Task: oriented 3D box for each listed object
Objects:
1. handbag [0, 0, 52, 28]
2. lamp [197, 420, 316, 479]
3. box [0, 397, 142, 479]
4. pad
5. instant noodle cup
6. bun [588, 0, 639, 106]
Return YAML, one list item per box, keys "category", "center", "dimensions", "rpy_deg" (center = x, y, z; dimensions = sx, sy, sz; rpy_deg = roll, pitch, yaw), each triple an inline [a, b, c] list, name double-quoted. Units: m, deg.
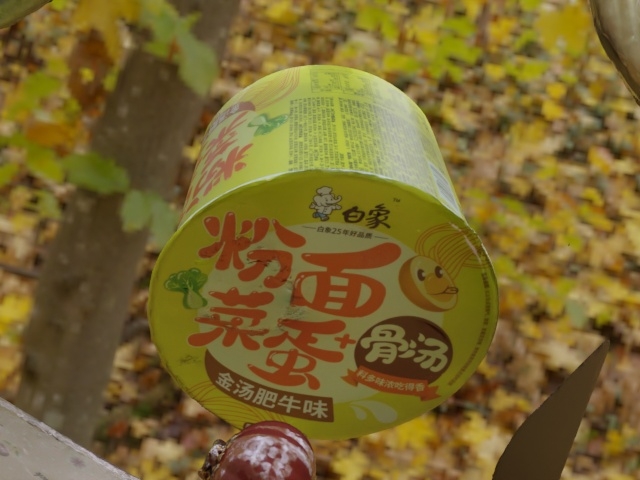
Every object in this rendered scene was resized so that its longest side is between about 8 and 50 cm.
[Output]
- category: "handbag"
  center: [-0.128, -0.257, 0.588]
  dimensions: [0.222, 0.263, 0.241]
  rpy_deg: [60, -2, 44]
- category: "lamp"
  center: [-0.045, 0.179, 1.076]
  dimensions: [0.090, 0.101, 0.101]
  rpy_deg: [29, -6, -2]
- category: "box"
  center: [-0.231, 0.232, 0.819]
  dimensions: [0.225, 0.190, 0.297]
  rpy_deg: [32, 17, -1]
- category: "pad"
  center: [0.179, 0.148, 1.185]
  dimensions: [0.055, 0.250, 0.323]
  rpy_deg: [19, 39, 9]
- category: "instant noodle cup"
  center: [0.000, 0.000, 1.331]
  dimensions: [0.311, 0.311, 0.221]
  rpy_deg: [14, 36, -11]
- category: "bun"
  center: [0.227, -0.132, 0.669]
  dimensions: [0.127, 0.222, 0.222]
  rpy_deg: [15, -6, -38]
